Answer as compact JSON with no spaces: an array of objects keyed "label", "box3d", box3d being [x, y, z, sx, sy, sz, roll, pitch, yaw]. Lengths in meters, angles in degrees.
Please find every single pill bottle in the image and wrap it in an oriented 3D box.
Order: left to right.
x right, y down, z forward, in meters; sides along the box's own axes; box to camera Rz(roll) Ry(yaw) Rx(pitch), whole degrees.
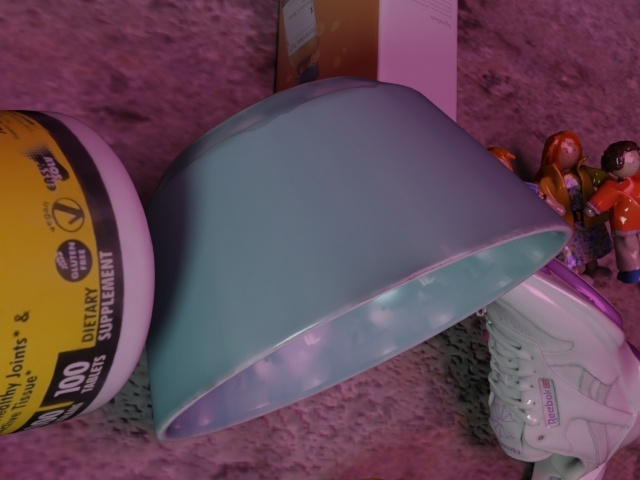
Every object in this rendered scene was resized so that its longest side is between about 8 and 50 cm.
[{"label":"pill bottle","box3d":[-0.267,0.027,0.556,0.333,0.187,0.188,-7,87,-45]}]

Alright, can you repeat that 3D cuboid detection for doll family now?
[{"label":"doll family","box3d":[0.209,-0.019,1.066,0.262,0.118,0.163,-20,102,-24]}]

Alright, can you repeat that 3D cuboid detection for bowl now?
[{"label":"bowl","box3d":[0.000,0.000,0.766,0.311,0.311,0.163,-13,71,-42]}]

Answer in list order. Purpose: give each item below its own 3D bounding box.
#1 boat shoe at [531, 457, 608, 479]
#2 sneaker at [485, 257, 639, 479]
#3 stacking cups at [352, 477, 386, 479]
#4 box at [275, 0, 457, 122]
[{"label":"boat shoe","box3d":[0.241,0.246,1.064,0.184,0.066,0.063,-59,141,-39]},{"label":"sneaker","box3d":[0.198,0.115,0.951,0.152,0.114,0.305,-44,126,1]},{"label":"stacking cups","box3d":[0.069,0.349,0.873,0.096,0.096,0.316,-30,104,-40]},{"label":"box","box3d":[0.037,-0.165,0.910,0.091,0.130,0.171,13,73,-40]}]
